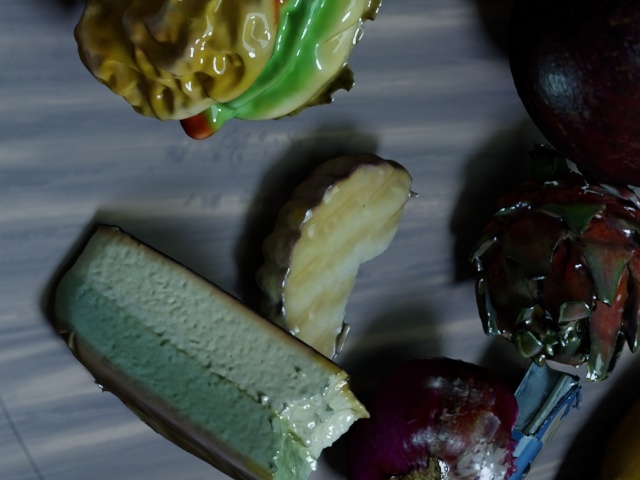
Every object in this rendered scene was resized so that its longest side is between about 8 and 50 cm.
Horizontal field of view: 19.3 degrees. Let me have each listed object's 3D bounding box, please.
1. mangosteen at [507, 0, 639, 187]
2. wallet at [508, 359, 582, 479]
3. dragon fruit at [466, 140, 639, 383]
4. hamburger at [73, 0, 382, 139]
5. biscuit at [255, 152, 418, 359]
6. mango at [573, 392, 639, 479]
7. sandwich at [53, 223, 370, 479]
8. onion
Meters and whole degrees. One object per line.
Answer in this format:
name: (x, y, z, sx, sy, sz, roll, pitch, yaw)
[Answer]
mangosteen: (0.301, -0.200, 1.570, 0.330, 0.330, 0.330, -21, 122, -38)
wallet: (0.172, 0.208, 1.775, 0.202, 0.059, 0.141, -54, 167, -10)
dragon fruit: (0.216, 0.024, 1.676, 0.189, 0.182, 0.182, -51, 137, -26)
hamburger: (-0.082, -0.179, 1.249, 0.149, 0.237, 0.237, -7, 113, -40)
biscuit: (0.000, 0.000, 1.530, 0.118, 0.061, 0.183, 40, 77, -45)
mango: (0.356, 0.259, 1.941, 0.287, 0.152, 0.201, -54, 142, -11)
sandwich: (-0.077, 0.100, 1.407, 0.108, 0.186, 0.220, -56, 137, -14)
onion: (0.089, 0.168, 1.665, 0.135, 0.198, 0.173, 28, 108, -10)
